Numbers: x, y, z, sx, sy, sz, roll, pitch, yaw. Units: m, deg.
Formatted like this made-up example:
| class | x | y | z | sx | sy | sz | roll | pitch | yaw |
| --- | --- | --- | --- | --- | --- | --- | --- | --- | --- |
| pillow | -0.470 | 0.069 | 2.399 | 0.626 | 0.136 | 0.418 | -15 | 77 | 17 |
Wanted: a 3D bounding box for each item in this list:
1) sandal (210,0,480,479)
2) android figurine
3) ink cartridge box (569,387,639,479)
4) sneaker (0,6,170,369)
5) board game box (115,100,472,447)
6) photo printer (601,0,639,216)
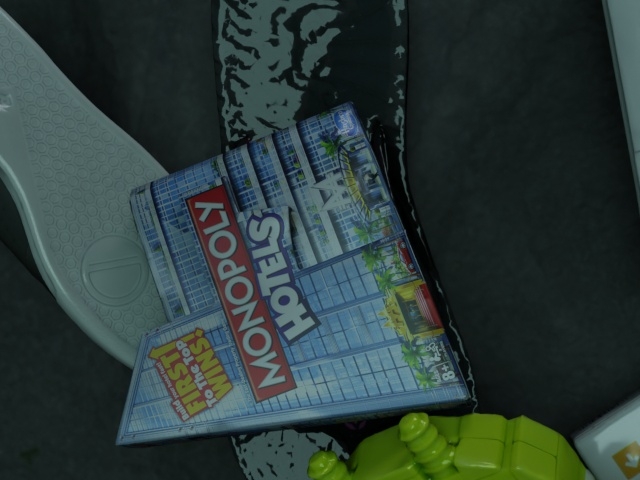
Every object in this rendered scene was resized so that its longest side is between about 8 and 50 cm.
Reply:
| class | x | y | z | sx | sy | sz | roll | pitch | yaw |
| --- | --- | --- | --- | --- | --- | --- | --- | --- | --- |
| sandal | -0.003 | -0.001 | 0.851 | 0.168 | 0.107 | 0.445 | -9 | 86 | 8 |
| android figurine | 0.102 | 0.200 | 0.777 | 0.248 | 0.056 | 0.273 | -25 | 117 | 28 |
| ink cartridge box | 0.328 | 0.224 | 0.807 | 0.176 | 0.069 | 0.371 | -35 | 81 | 4 |
| sneaker | -0.181 | -0.024 | 0.874 | 0.104 | 0.147 | 0.295 | -41 | 95 | -28 |
| board game box | -0.038 | 0.037 | 0.773 | 0.194 | 0.060 | 0.194 | -22 | 77 | 3 |
| photo printer | 0.329 | -0.119 | 0.785 | 0.308 | 0.107 | 0.256 | -12 | 84 | 20 |
